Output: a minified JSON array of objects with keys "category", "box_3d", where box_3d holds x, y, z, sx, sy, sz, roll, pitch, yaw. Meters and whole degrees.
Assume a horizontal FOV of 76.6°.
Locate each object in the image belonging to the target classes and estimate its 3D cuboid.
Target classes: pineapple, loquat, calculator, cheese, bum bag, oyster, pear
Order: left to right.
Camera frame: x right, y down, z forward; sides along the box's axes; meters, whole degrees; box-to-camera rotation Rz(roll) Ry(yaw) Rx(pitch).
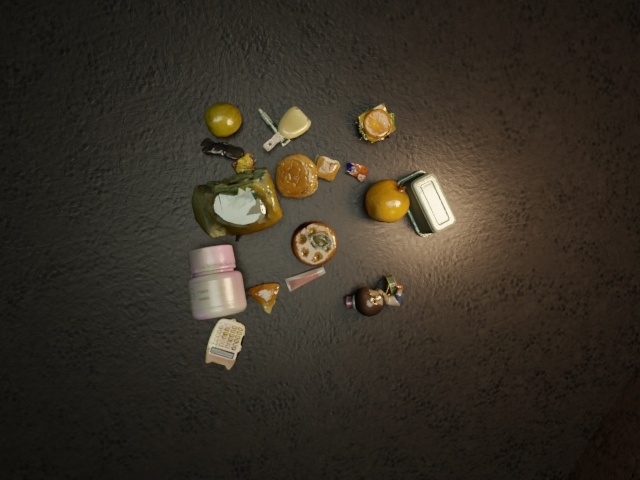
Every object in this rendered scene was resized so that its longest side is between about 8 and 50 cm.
[{"category":"bum bag","box_3d":[-0.452,-0.414,1.865,0.198,0.049,0.087,12,51,-6]},{"category":"pear","box_3d":[-0.437,-0.541,1.816,0.162,0.149,0.148,-26,96,-22]},{"category":"calculator","box_3d":[-0.450,0.484,1.935,0.157,0.033,0.236,20,89,-6]},{"category":"pineapple","box_3d":[-0.359,-0.343,1.881,0.116,0.069,0.137,12,83,-1]},{"category":"cheese","box_3d":[-0.165,-0.501,1.869,0.127,0.054,0.251,45,77,-5]},{"category":"oyster","box_3d":[-0.001,0.001,1.890,0.098,0.037,0.100,-27,115,15]},{"category":"loquat","box_3d":[0.312,-0.179,1.886,0.208,0.208,0.208,0,94,-6]}]

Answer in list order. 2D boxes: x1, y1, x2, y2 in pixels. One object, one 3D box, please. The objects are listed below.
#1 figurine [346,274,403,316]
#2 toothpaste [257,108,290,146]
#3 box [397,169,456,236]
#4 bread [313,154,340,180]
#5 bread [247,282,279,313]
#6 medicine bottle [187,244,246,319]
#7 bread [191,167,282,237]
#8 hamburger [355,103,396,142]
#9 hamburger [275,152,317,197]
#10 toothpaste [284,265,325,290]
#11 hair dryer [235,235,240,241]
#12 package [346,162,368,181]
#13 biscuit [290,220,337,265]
[{"category":"figurine","box_3d":[0.258,0.275,1.943,0.276,0.161,0.158,-17,72,-6]},{"category":"toothpaste","box_3d":[-0.222,-0.531,1.894,0.049,0.031,0.204,-40,99,-2]},{"category":"box","box_3d":[0.508,-0.174,1.920,0.175,0.182,0.311,-27,97,-4]},{"category":"bread","box_3d":[0.023,-0.340,1.906,0.125,0.082,0.106,18,87,-9]},{"category":"bread","box_3d":[-0.248,0.255,1.932,0.136,0.054,0.154,-41,99,-5]},{"category":"medicine bottle","box_3d":[-0.468,0.185,1.807,0.241,0.241,0.301,-10,86,-5]},{"category":"bread","box_3d":[-0.377,-0.146,1.727,0.395,0.264,0.239,-14,110,-1]},{"category":"hamburger","box_3d":[0.261,-0.547,1.914,0.190,0.093,0.164,-17,97,-3]},{"category":"hamburger","box_3d":[-0.111,-0.297,1.867,0.214,0.108,0.213,3,102,16]},{"category":"toothpaste","box_3d":[-0.070,0.179,1.953,0.195,0.043,0.067,-23,98,2]},{"category":"hair dryer","box_3d":[-0.339,-0.106,1.901,0.128,0.070,0.255,17,99,-8]},{"category":"package","box_3d":[0.174,-0.331,1.950,0.111,0.033,0.077,16,68,-20]},{"category":"biscuit","box_3d":[-0.032,0.015,1.931,0.221,0.066,0.220,0,93,-6]}]
